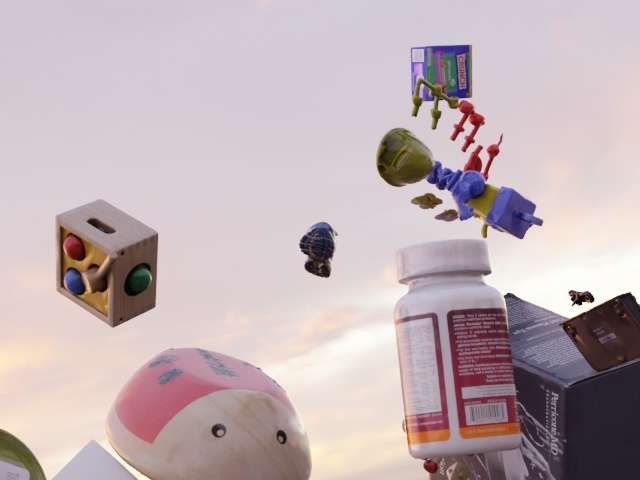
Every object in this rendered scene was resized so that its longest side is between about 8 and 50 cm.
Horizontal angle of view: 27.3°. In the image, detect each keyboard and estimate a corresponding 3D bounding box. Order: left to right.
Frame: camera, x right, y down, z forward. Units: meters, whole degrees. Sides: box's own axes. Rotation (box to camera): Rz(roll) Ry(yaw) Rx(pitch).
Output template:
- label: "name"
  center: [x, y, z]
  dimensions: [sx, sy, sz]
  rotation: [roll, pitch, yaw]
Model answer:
- label: "keyboard"
  center: [0.339, 0.098, 1.574]
  dimensions: [0.023, 0.108, 0.180]
  rotation: [-35, -5, -19]

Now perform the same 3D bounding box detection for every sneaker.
- label: "sneaker"
  center: [0.000, 0.000, 1.889]
  dimensions: [0.052, 0.058, 0.135]
  rotation: [16, -26, 4]

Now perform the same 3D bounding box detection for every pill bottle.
- label: "pill bottle"
  center: [0.141, 0.115, 1.390]
  dimensions: [0.121, 0.221, 0.121]
  rotation: [-5, -10, -1]

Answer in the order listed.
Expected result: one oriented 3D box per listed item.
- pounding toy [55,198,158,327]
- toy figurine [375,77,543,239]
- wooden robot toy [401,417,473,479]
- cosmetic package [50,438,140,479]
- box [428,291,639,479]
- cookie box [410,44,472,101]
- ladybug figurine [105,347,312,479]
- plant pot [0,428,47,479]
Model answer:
- label: "pounding toy"
  center: [-0.259, 0.029, 1.582]
  dimensions: [0.141, 0.130, 0.100]
  rotation: [28, 37, 33]
- label: "toy figurine"
  center: [0.269, -0.098, 2.113]
  dimensions: [0.191, 0.217, 0.362]
  rotation: [-59, -32, 2]
- label: "wooden robot toy"
  center: [0.141, 0.266, 1.805]
  dimensions: [0.076, 0.173, 0.079]
  rotation: [-44, 27, -28]
- label: "cosmetic package"
  center: [-0.294, 0.466, 2.070]
  dimensions: [0.138, 0.224, 0.225]
  rotation: [-45, -41, -16]
- label: "box"
  center: [0.313, 0.291, 1.905]
  dimensions: [0.179, 0.343, 0.312]
  rotation: [-15, 20, -31]
- label: "cookie box"
  center: [0.201, -0.277, 2.171]
  dimensions: [0.107, 0.092, 0.040]
  rotation: [-10, 12, -38]
- label: "ladybug figurine"
  center: [-0.170, 0.271, 2.023]
  dimensions: [0.305, 0.162, 0.449]
  rotation: [7, 7, -25]
- label: "plant pot"
  center: [-0.427, 0.305, 1.363]
  dimensions: [0.293, 0.275, 0.275]
  rotation: [-29, -16, 28]
